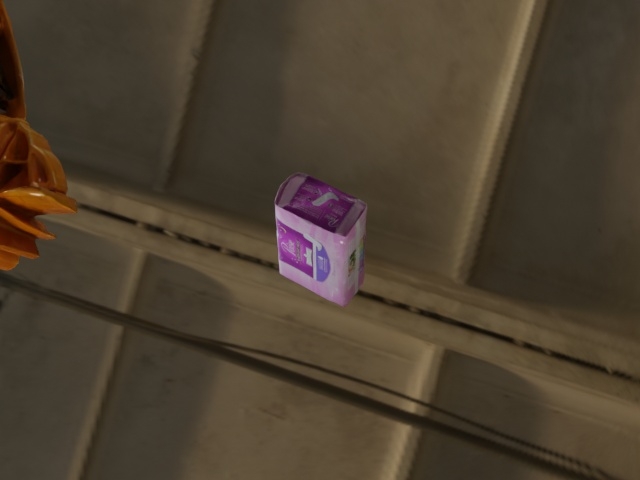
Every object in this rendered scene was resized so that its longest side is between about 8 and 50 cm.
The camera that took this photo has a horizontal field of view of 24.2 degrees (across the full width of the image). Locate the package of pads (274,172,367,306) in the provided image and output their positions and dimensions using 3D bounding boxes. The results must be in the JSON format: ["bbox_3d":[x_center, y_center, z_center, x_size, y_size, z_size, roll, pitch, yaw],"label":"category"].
[{"bbox_3d":[0.000,0.000,0.868,0.050,0.083,0.032,26,-118,16],"label":"package of pads"}]

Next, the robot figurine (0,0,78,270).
[{"bbox_3d":[-0.184,-0.127,0.497,0.085,0.211,0.291,-28,-109,18],"label":"robot figurine"}]
